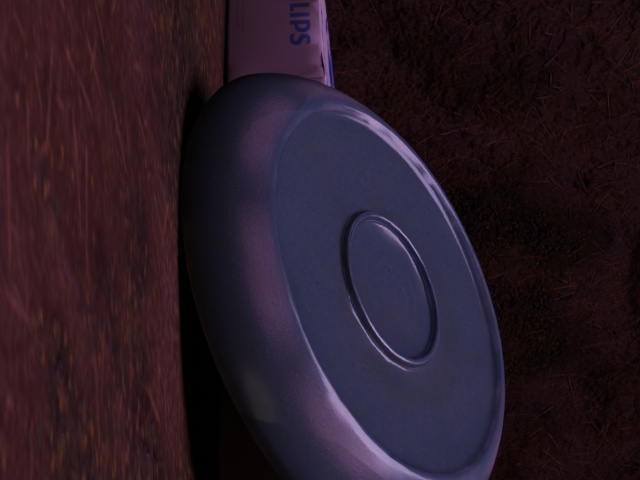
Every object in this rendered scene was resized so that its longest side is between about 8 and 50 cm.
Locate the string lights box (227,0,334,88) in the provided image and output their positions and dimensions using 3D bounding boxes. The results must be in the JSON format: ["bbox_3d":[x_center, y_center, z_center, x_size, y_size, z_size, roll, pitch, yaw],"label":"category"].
[{"bbox_3d":[-0.024,-0.084,1.403,0.259,0.077,0.133,83,4,-50],"label":"string lights box"}]

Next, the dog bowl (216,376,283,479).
[{"bbox_3d":[-0.005,0.209,1.200,0.349,0.102,0.348,-3,90,-88],"label":"dog bowl"}]

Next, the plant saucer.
[{"bbox_3d":[0.031,0.035,1.078,0.318,0.044,0.317,36,42,-41],"label":"plant saucer"}]
